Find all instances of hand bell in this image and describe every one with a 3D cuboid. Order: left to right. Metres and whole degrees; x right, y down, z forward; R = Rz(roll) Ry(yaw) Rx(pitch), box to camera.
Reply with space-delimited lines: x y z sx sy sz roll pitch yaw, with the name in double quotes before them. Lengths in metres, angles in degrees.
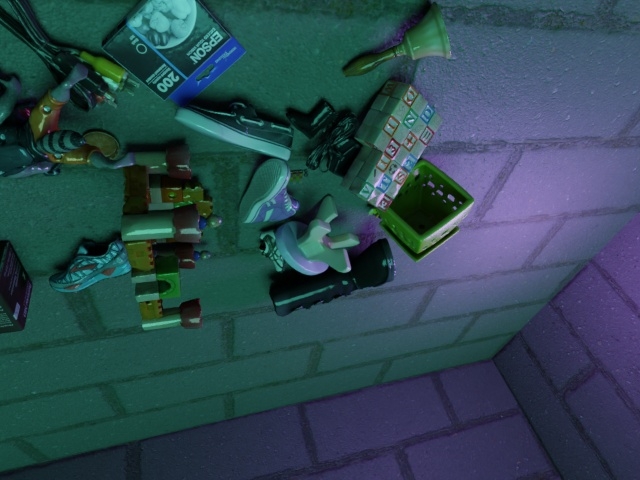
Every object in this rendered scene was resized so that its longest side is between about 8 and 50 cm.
"hand bell" 0.168 -0.440 0.957 0.241 0.126 0.126 -18 143 16

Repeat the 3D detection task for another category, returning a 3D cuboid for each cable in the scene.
"cable" -0.508 -0.363 0.790 0.139 0.072 0.287 -23 133 31

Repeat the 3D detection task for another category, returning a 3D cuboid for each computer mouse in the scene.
"computer mouse" 0.099 -0.240 1.173 0.272 0.072 0.188 25 118 -38

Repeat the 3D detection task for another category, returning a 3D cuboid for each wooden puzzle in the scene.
"wooden puzzle" -0.077 -0.187 1.207 0.083 0.006 0.049 -9 141 -14

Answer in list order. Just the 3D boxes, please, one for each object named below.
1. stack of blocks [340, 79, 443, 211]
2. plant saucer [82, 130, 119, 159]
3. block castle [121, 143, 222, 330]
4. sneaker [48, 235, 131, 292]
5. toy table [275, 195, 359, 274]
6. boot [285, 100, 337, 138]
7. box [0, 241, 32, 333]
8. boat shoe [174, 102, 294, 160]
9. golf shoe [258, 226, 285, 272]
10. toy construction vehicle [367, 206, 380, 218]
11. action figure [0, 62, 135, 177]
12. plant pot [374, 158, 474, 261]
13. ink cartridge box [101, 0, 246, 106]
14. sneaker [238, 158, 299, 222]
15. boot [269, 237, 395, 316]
"stack of blocks" 0.177 -0.246 1.091 0.171 0.087 0.297 24 100 -41
"plant saucer" -0.520 -0.223 0.960 0.083 0.013 0.084 -12 140 -10
"block castle" -0.377 0.006 1.067 0.212 0.303 0.454 -5 140 -19
"sneaker" -0.672 0.057 1.185 0.261 0.104 0.125 -20 122 -2
"toy table" 0.000 0.000 1.301 0.160 0.253 0.274 -23 168 27
"boot" -0.019 -0.319 1.044 0.099 0.045 0.121 -35 147 21
"box" -0.907 0.133 1.088 0.166 0.169 0.203 -6 140 -19
"boat shoe" -0.192 -0.279 0.974 0.300 0.108 0.102 11 96 -35
"golf shoe" -0.162 0.034 1.390 0.093 0.077 0.198 -2 133 -5
"toy construction vehicle" 0.208 -0.117 1.400 0.098 0.035 0.086 6 136 -41
"action figure" -0.584 -0.231 0.778 0.329 0.179 0.342 -11 138 10
"plant pot" 0.321 -0.081 1.311 0.227 0.228 0.207 -35 150 -11
"ink cartridge box" -0.292 -0.391 0.838 0.206 0.045 0.208 -34 141 16
"sneaker" -0.116 -0.137 1.160 0.160 0.102 0.282 1 159 -30
"boot" 0.028 0.146 1.495 0.444 0.146 0.367 -12 158 -7
